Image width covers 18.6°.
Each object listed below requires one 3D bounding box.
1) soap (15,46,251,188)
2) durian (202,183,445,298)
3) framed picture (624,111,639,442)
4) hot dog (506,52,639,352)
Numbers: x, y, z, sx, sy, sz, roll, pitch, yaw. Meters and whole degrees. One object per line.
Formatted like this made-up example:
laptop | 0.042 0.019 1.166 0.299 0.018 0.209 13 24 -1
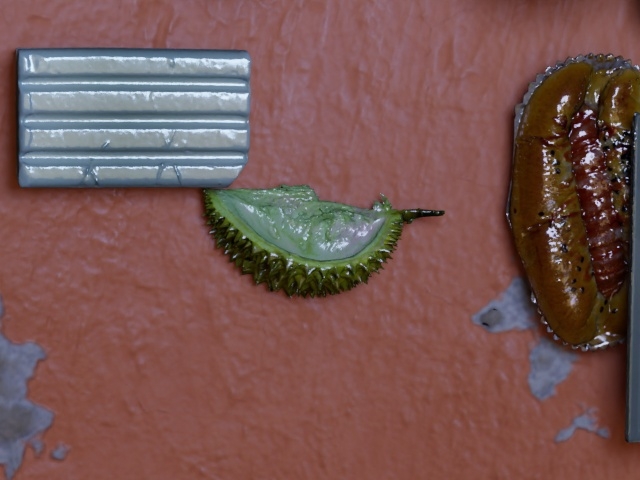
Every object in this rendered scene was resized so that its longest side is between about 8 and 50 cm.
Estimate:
soap | -0.161 -0.106 1.676 0.198 0.066 0.119 0 99 -9
durian | 0.000 0.000 1.714 0.215 0.086 0.100 6 82 -8
framed picture | 0.361 0.026 1.764 0.231 0.018 0.293 -4 99 -32
hot dog | 0.238 -0.034 1.747 0.144 0.075 0.268 -9 101 -11
